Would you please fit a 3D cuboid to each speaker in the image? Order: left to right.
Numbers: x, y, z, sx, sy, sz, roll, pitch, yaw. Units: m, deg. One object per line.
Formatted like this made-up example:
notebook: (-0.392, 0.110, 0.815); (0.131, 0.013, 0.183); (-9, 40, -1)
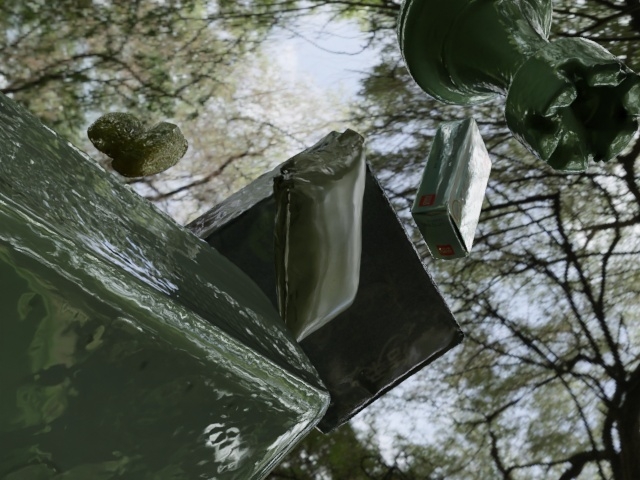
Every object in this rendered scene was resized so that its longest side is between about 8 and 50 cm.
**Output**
speaker: (-0.172, 0.057, 0.470); (0.184, 0.406, 0.183); (-42, -131, 5)

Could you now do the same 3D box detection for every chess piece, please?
chess piece: (0.219, -0.195, 0.853); (0.299, 0.195, 0.194); (-116, -144, -51)

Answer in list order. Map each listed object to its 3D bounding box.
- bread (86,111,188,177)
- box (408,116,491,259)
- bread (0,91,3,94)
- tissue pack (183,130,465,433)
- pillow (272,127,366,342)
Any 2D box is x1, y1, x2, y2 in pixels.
bread: (-0.312, -0.187, 1.346); (0.149, 0.188, 0.065); (37, -51, 12)
box: (0.256, -0.104, 1.495); (0.079, 0.269, 0.135); (-5, -44, 31)
bread: (-0.421, 0.024, 0.612); (0.191, 0.370, 0.314); (30, -59, 51)
tissue pack: (0.014, 0.069, 1.191); (0.394, 0.288, 0.124); (59, -3, -25)
pillow: (0.000, 0.000, 0.770); (0.053, 0.119, 0.208); (26, -54, 37)
